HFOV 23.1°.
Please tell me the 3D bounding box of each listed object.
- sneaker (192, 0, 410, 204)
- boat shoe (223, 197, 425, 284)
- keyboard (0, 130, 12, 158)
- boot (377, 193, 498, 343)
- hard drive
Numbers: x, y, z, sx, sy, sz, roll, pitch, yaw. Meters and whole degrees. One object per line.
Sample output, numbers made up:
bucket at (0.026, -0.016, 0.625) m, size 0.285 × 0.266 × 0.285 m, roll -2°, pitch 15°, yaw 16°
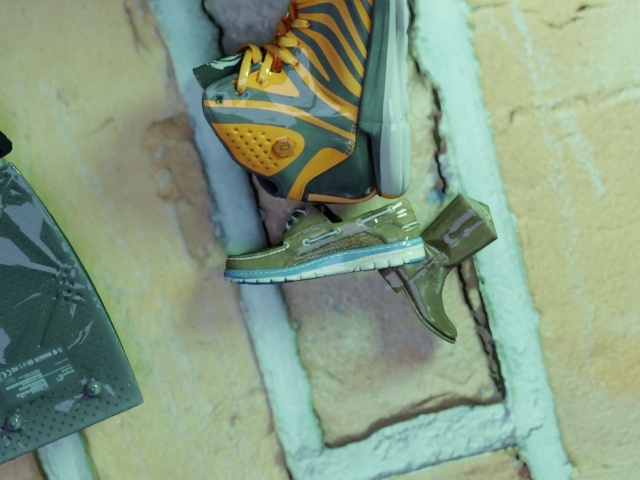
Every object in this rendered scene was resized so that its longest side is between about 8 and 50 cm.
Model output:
sneaker at (-0.020, -0.176, 1.304) m, size 0.180 × 0.124 × 0.321 m, roll -3°, pitch 110°, yaw -1°
boat shoe at (0.000, 0.000, 1.405) m, size 0.183 × 0.066 × 0.066 m, roll -9°, pitch 90°, yaw 8°
keyboard at (-0.357, -0.124, 1.336) m, size 0.100 × 0.038 × 0.192 m, roll -17°, pitch 125°, yaw 37°
boot at (0.126, 0.025, 1.428) m, size 0.114 × 0.037 × 0.106 m, roll -41°, pitch 107°, yaw 8°
hard drive at (-0.283, 0.064, 1.423) m, size 0.172 × 0.054 × 0.255 m, roll -24°, pitch 108°, yaw 7°
